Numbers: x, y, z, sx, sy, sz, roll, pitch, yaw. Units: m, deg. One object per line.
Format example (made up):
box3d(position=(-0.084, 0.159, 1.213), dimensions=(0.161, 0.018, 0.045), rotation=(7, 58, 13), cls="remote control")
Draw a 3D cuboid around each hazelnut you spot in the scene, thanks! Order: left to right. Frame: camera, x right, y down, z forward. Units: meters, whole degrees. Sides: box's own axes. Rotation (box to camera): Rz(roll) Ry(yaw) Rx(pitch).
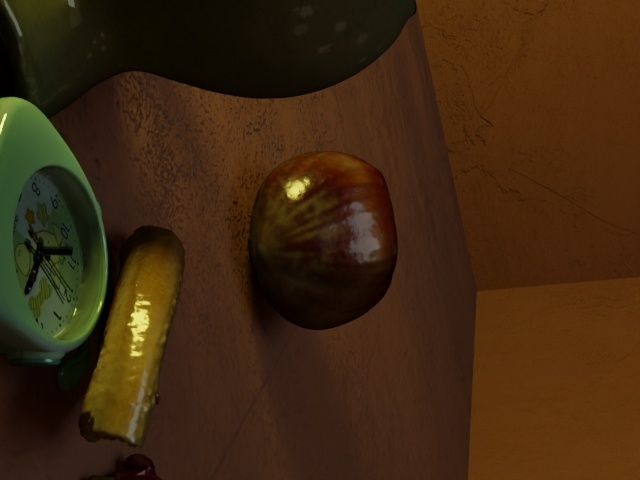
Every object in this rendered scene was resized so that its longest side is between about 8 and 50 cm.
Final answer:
box3d(position=(-0.003, 0.000, 1.196), dimensions=(0.181, 0.181, 0.212), rotation=(-166, -110, -76), cls="hazelnut")

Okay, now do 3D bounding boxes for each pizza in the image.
box3d(position=(-0.139, 0.070, 0.760), dimensions=(0.271, 0.056, 0.134), rotation=(-108, -148, -70), cls="pizza")

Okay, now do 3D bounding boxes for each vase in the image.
box3d(position=(-0.100, -0.233, 0.786), dimensions=(0.329, 0.303, 0.240), rotation=(-105, 179, -60), cls="vase")

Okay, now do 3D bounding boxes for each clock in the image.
box3d(position=(-0.196, 0.013, 0.667), dimensions=(0.188, 0.060, 0.148), rotation=(67, 22, -47), cls="clock")

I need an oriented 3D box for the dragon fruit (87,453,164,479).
box3d(position=(-0.132, 0.233, 0.801), dimensions=(0.112, 0.068, 0.126), rotation=(-32, 116, -73), cls="dragon fruit")
